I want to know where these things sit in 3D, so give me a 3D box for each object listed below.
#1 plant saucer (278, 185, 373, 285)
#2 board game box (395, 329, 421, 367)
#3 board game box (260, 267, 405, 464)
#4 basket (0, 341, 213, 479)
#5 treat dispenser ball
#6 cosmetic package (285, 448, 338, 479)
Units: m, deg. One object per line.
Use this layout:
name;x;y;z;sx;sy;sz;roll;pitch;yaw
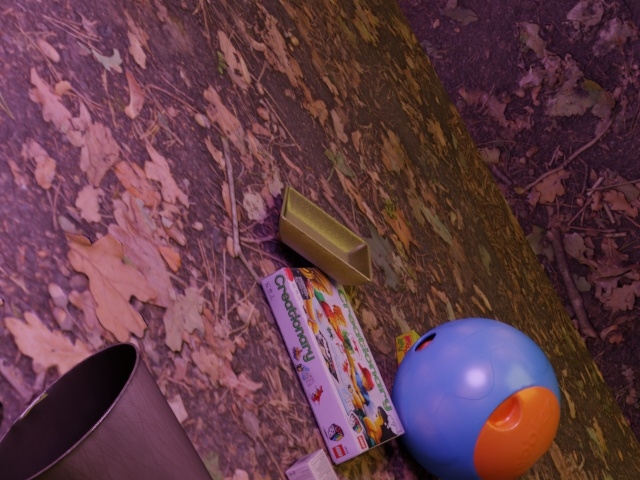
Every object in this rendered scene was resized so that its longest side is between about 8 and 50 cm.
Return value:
plant saucer;0.000;0.000;1.611;0.188;0.045;0.188;36;16;-11
board game box;0.215;0.265;1.856;0.181;0.043;0.092;46;28;-34
board game box;0.022;0.190;1.520;0.193;0.053;0.305;2;63;-65
basket;-0.182;0.247;0.914;0.227;0.154;0.204;58;24;-19
treat dispenser ball;0.266;0.277;1.635;0.288;0.288;0.288;46;28;-33
cosmetic package;0.003;0.354;1.313;0.115;0.041;0.060;64;22;3
